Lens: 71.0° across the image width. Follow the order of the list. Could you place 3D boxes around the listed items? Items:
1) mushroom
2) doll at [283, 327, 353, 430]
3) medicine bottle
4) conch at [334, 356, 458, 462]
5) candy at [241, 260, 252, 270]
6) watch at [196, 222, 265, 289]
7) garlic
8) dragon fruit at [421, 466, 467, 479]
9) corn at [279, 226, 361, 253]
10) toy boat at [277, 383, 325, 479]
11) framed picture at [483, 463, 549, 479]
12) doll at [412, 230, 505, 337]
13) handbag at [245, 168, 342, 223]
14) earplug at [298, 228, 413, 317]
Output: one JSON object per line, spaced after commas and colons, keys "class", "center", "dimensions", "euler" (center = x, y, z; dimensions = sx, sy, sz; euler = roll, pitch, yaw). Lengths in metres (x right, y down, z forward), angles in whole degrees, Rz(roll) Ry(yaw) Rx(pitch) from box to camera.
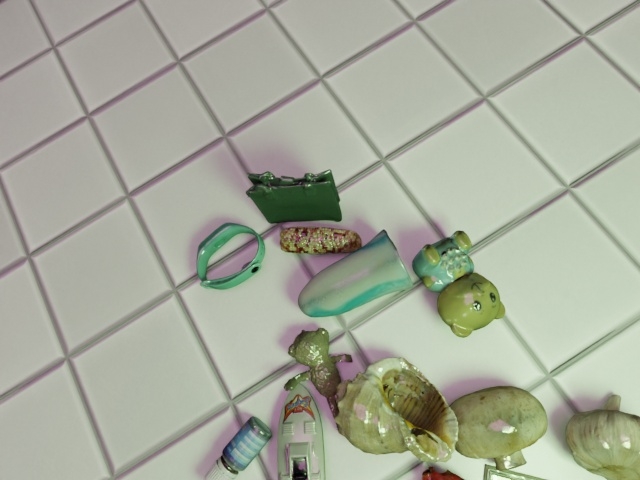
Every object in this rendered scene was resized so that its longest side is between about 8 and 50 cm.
{"class": "mushroom", "center": [0.442, 0.471, 1.117], "dimensions": [0.254, 0.189, 0.194], "euler": [-18, 69, 8]}
{"class": "doll", "center": [0.023, 0.387, 1.267], "dimensions": [0.286, 0.091, 0.202], "euler": [37, 73, 7]}
{"class": "medicine bottle", "center": [-0.227, 0.590, 1.234], "dimensions": [0.084, 0.083, 0.203], "euler": [37, 82, 17]}
{"class": "conch", "center": [0.191, 0.445, 1.165], "dimensions": [0.324, 0.186, 0.263], "euler": [32, 63, 18]}
{"class": "candy", "center": [-0.227, 0.081, 1.424], "dimensions": [0.083, 0.020, 0.030], "euler": [-38, 55, -2]}
{"class": "watch", "center": [-0.289, 0.053, 1.411], "dimensions": [0.237, 0.068, 0.195], "euler": [-39, 65, -3]}
{"class": "garlic", "center": [0.716, 0.465, 1.097], "dimensions": [0.219, 0.218, 0.212], "euler": [16, 47, 13]}
{"class": "dragon fruit", "center": [0.321, 0.643, 1.111], "dimensions": [0.136, 0.133, 0.166], "euler": [-45, 74, 1]}
{"class": "corn", "center": [0.000, 0.000, 1.382], "dimensions": [0.254, 0.086, 0.086], "euler": [2, 73, 8]}
{"class": "toy boat", "center": [-0.056, 0.540, 1.222], "dimensions": [0.130, 0.088, 0.294], "euler": [-6, 65, 5]}
{"class": "framed picture", "center": [0.505, 0.728, 1.117], "dimensions": [0.218, 0.017, 0.273], "euler": [8, 74, 10]}
{"class": "doll", "center": [0.381, 0.127, 1.245], "dimensions": [0.177, 0.161, 0.260], "euler": [-22, 68, -21]}
{"class": "handbag", "center": [-0.069, -0.128, 1.340], "dimensions": [0.248, 0.260, 0.079], "euler": [-3, 71, 10]}
{"class": "earplug", "center": [0.081, 0.119, 1.296], "dimensions": [0.324, 0.185, 0.184], "euler": [-26, 71, 6]}
